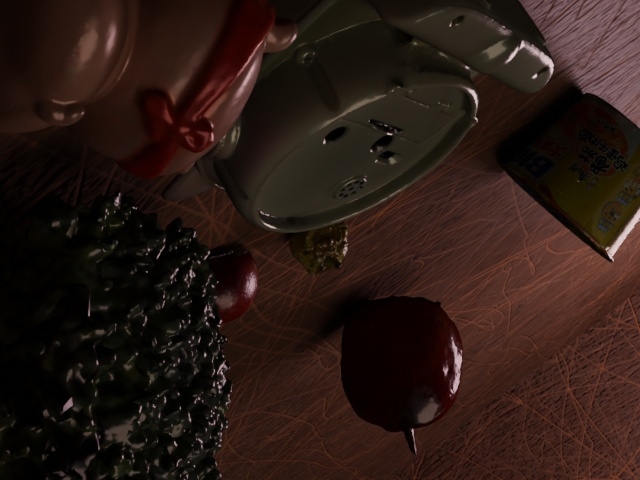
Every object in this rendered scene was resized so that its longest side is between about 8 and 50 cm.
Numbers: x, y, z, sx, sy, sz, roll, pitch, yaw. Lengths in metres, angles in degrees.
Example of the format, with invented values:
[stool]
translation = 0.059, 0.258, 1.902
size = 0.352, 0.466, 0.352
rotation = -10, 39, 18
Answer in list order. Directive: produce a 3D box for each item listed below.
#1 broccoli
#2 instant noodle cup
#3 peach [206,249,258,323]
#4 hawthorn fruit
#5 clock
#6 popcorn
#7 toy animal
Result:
[broccoli]
translation = -0.222, 0.095, 0.831
size = 0.281, 0.348, 0.293
rotation = -10, 119, 13
[instant noodle cup]
translation = 0.363, -0.088, 1.352
size = 0.153, 0.205, 0.205
rotation = -47, 157, 8
[peach]
translation = -0.105, 0.055, 1.107
size = 0.098, 0.061, 0.098
rotation = -27, 162, -10
[hawthorn fruit]
translation = 0.116, 0.193, 1.470
size = 0.190, 0.251, 0.189
rotation = 4, 144, 3
[clock]
translation = 0.021, -0.109, 0.864
size = 0.324, 0.108, 0.265
rotation = -37, 160, 25
[popcorn]
translation = -0.003, 0.001, 1.159
size = 0.059, 0.068, 0.083
rotation = -77, 172, -56
[toy animal]
translation = -0.119, -0.122, 0.624
size = 0.171, 0.171, 0.198
rotation = -47, 148, 23
